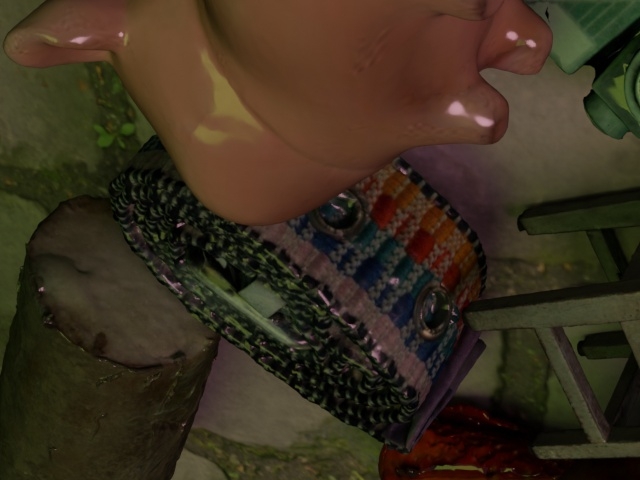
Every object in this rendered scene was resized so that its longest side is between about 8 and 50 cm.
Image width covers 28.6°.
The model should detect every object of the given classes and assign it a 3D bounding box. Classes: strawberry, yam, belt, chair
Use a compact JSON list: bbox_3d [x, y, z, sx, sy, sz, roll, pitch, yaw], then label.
[{"bbox_3d":[0.142,0.191,1.062,0.188,0.082,0.121,-1,142,23],"label":"strawberry"},{"bbox_3d":[-0.195,0.119,1.134,0.195,0.195,0.300,32,134,9],"label":"yam"},{"bbox_3d":[0.000,0.000,0.939,0.295,0.160,0.207,35,153,8],"label":"belt"},{"bbox_3d":[0.252,0.047,0.829,0.270,0.136,0.147,-12,117,37],"label":"chair"}]

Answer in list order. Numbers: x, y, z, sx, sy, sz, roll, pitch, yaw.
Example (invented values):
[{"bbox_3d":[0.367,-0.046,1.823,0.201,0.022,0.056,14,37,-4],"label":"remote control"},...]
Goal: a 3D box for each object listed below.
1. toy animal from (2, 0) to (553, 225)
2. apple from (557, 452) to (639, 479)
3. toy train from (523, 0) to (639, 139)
[{"bbox_3d":[-0.007,-0.139,0.707,0.269,0.237,0.326,30,149,18],"label":"toy animal"},{"bbox_3d":[0.261,0.239,0.883,0.254,0.253,0.253,17,131,22],"label":"apple"},{"bbox_3d":[0.225,-0.162,0.693,0.154,0.115,0.269,49,135,0],"label":"toy train"}]
